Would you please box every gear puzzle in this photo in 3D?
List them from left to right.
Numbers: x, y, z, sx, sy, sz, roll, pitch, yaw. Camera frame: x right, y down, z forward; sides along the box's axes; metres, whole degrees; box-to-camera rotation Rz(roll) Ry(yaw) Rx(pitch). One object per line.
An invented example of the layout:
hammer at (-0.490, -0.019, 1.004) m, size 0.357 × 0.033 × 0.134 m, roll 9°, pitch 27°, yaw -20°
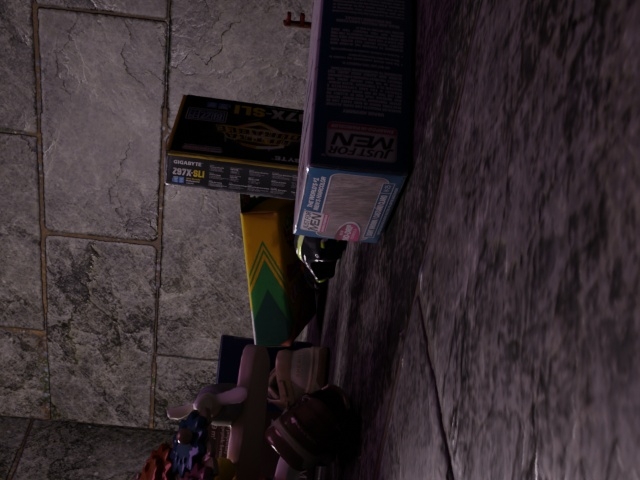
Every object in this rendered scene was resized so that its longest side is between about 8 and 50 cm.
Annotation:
gear puzzle at (-0.243, 0.373, 1.200) m, size 0.339 × 0.044 × 0.175 m, roll -49°, pitch 36°, yaw 29°

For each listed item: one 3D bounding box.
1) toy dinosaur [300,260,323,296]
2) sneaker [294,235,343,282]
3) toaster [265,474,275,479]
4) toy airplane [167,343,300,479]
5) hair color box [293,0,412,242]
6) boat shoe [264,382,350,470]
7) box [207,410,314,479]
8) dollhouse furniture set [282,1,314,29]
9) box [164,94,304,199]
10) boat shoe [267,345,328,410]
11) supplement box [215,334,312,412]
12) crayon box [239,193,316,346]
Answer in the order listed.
toy dinosaur at (-0.025, 0.071, 1.730) m, size 0.090 × 0.082 × 0.047 m, roll -14°, pitch 39°, yaw 40°
sneaker at (0.016, -0.016, 1.439) m, size 0.234 × 0.084 × 0.097 m, roll 100°, pitch 150°, yaw -54°
toaster at (-0.043, 0.401, 1.025) m, size 0.146 × 0.129 × 0.227 m, roll 179°, pitch 102°, yaw -69°
toy airplane at (-0.140, 0.403, 1.323) m, size 0.386 × 0.272 × 0.384 m, roll -83°, pitch 0°, yaw -46°
hair color box at (0.039, -0.190, 1.005) m, size 0.174 × 0.105 × 0.347 m, roll 105°, pitch 171°, yaw -66°
boat shoe at (0.004, 0.235, 1.151) m, size 0.095 × 0.095 × 0.257 m, roll -46°, pitch -6°, yaw 0°
box at (-0.118, 0.403, 1.612) m, size 0.167 × 0.203 × 0.168 m, roll 107°, pitch 168°, yaw -67°
dollhouse furniture set at (0.005, -0.553, 1.781) m, size 0.262 × 0.135 × 0.259 m, roll -96°, pitch 13°, yaw -71°
box at (-0.122, -0.179, 1.707) m, size 0.257 × 0.322 × 0.079 m, roll -90°, pitch 8°, yaw -59°
boat shoe at (-0.050, 0.260, 1.619) m, size 0.302 × 0.098 × 0.109 m, roll 106°, pitch 169°, yaw -66°
supplement box at (-0.133, 0.368, 1.935) m, size 0.356 × 0.194 × 0.195 m, roll 103°, pitch 171°, yaw -59°
crayon box at (-0.082, 0.029, 1.763) m, size 0.202 × 0.081 × 0.318 m, roll -45°, pitch -49°, yaw -69°
